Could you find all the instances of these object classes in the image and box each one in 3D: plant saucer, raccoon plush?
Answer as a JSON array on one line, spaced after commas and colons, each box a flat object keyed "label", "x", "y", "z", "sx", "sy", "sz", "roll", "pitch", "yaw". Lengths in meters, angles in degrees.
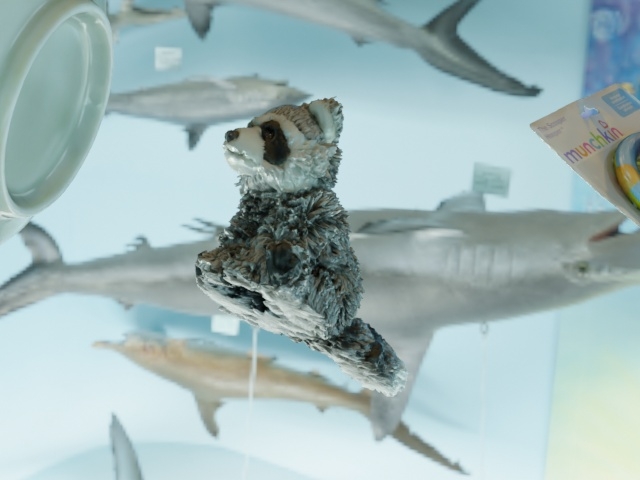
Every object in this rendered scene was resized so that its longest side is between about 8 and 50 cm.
[{"label": "plant saucer", "x": -0.285, "y": -0.134, "z": 0.952, "sx": 0.100, "sy": 0.400, "sz": 0.400, "roll": 21, "pitch": -162, "yaw": 7}, {"label": "raccoon plush", "x": 0.000, "y": 0.000, "z": 1.504, "sx": 0.216, "sy": 0.299, "sz": 0.446, "roll": 5, "pitch": 152, "yaw": 36}]

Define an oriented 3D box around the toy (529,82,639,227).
[{"label": "toy", "x": 0.266, "y": -0.029, "z": 0.667, "sx": 0.237, "sy": 0.056, "sz": 0.137, "roll": 48, "pitch": -138, "yaw": 16}]
